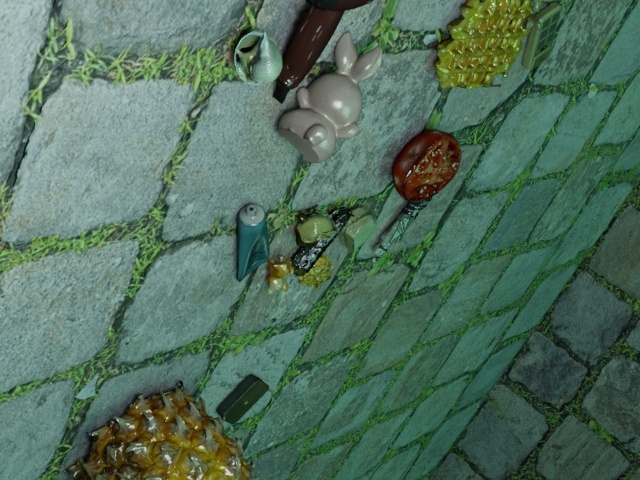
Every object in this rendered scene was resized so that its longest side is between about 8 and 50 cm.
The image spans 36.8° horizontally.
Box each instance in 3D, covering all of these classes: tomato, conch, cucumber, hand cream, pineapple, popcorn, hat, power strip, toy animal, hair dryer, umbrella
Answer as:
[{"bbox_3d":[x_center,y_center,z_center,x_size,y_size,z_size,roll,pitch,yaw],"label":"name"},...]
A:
[{"bbox_3d":[0.214,-0.157,2.029,0.166,0.082,0.174,-51,150,-1],"label":"tomato"},{"bbox_3d":[-0.096,-0.271,1.424,0.076,0.056,0.085,-19,115,-17],"label":"conch"},{"bbox_3d":[0.000,0.000,1.963,0.181,0.053,0.053,-49,154,2],"label":"cucumber"},{"bbox_3d":[-0.127,0.002,1.786,0.083,0.048,0.224,-39,158,-22],"label":"hand cream"},{"bbox_3d":[-0.305,0.490,1.920,0.352,0.300,0.352,-29,147,-21],"label":"pineapple"},{"bbox_3d":[-0.013,0.064,2.023,0.083,0.057,0.082,-44,153,-1],"label":"popcorn"},{"bbox_3d":[-0.012,-0.028,1.895,0.077,0.059,0.076,-9,170,-38],"label":"hat"},{"bbox_3d":[0.483,-0.440,2.105,0.076,0.028,0.169,-37,153,-23],"label":"power strip"},{"bbox_3d":[0.029,-0.233,1.612,0.212,0.124,0.124,-51,155,-6],"label":"toy animal"},{"bbox_3d":[0.026,-0.349,1.486,0.312,0.123,0.340,-35,164,-47],"label":"hair dryer"},{"bbox_3d":[-0.079,0.075,1.925,0.060,0.081,0.083,-24,126,-44],"label":"toy animal"},{"bbox_3d":[0.189,-0.038,2.198,0.050,0.046,0.188,31,103,-24],"label":"umbrella"}]

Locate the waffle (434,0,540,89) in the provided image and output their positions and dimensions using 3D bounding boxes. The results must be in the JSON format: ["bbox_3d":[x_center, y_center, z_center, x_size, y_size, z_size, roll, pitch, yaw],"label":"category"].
[{"bbox_3d":[0.322,-0.394,1.894,0.262,0.060,0.280,-40,152,-8],"label":"waffle"}]

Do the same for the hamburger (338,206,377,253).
[{"bbox_3d":[0.082,-0.027,2.052,0.084,0.054,0.121,-44,157,-16],"label":"hamburger"}]

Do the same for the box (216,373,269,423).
[{"bbox_3d":[-0.180,0.365,2.224,0.126,0.031,0.091,-46,155,-1],"label":"box"}]
